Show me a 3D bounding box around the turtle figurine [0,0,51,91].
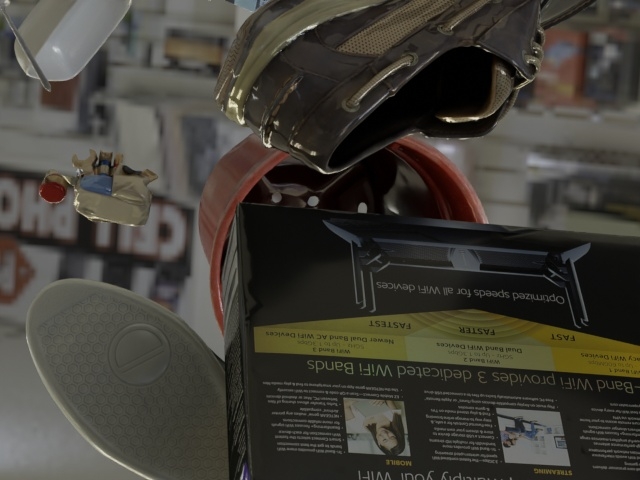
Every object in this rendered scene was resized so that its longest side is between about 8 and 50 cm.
[{"bbox_3d":[-0.268,-0.313,1.785,0.275,0.198,0.266,27,-145,-21],"label":"turtle figurine"}]

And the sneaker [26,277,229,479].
[{"bbox_3d":[-0.079,0.136,1.232,0.296,0.104,0.147,34,172,4],"label":"sneaker"}]

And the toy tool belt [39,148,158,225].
[{"bbox_3d":[-0.164,-0.043,1.299,0.083,0.052,0.051,13,-138,-8],"label":"toy tool belt"}]

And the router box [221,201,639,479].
[{"bbox_3d":[0.094,0.096,1.136,0.309,0.081,0.243,5,-136,-9],"label":"router box"}]

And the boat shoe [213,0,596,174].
[{"bbox_3d":[0.091,-0.132,1.262,0.355,0.132,0.130,-26,-114,-29],"label":"boat shoe"}]

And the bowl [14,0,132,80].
[{"bbox_3d":[-0.306,-0.263,2.118,0.053,0.142,0.142,44,-165,14],"label":"bowl"}]

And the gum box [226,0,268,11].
[{"bbox_3d":[-0.033,-0.352,1.901,0.041,0.157,0.184,25,-146,15],"label":"gum box"}]

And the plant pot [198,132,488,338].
[{"bbox_3d":[0.000,0.000,1.738,0.272,0.272,0.265,2,-168,-15],"label":"plant pot"}]
